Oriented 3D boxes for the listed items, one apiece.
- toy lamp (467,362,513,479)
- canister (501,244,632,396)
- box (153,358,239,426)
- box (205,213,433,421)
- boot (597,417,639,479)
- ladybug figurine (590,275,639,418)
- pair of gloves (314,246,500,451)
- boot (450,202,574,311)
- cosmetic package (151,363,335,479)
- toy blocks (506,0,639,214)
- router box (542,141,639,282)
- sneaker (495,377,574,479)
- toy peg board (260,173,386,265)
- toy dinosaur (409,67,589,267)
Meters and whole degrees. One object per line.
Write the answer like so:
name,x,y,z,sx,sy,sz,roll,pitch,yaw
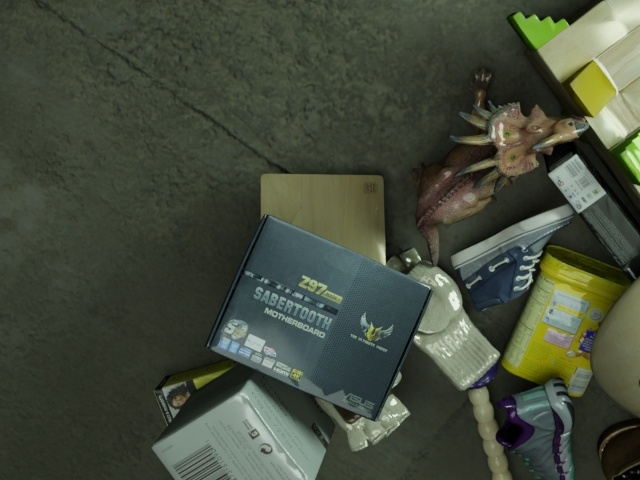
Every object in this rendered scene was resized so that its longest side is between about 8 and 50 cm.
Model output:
toy lamp,0.240,0.295,1.554,0.080,0.080,0.274,-13,101,12
canister,0.321,0.107,1.487,0.126,0.073,0.169,21,109,3
box,-0.109,0.207,1.592,0.232,0.058,0.087,-17,101,13
box,-0.002,0.095,1.409,0.233,0.059,0.183,25,85,-5
boot,0.515,0.260,1.478,0.305,0.115,0.112,-24,98,13
ladybug figurine,0.545,0.092,1.342,0.449,0.162,0.305,-29,133,6
pair of gloves,0.089,0.138,1.494,0.240,0.042,0.204,-33,75,0
boot,0.257,0.023,1.449,0.190,0.069,0.086,-30,83,43
cosmetic package,-0.094,0.255,1.475,0.151,0.183,0.151,-34,97,16
toy blocks,0.436,-0.187,1.348,0.261,0.191,0.381,-36,97,5
router box,0.348,-0.039,1.409,0.046,0.133,0.179,-37,97,16
sneaker,0.278,0.265,1.501,0.098,0.083,0.223,-11,131,0
toy peg board,0.000,0.000,1.495,0.161,0.079,0.161,0,79,-5
toy dinosaur,0.182,-0.080,1.383,0.127,0.200,0.295,35,115,-4
